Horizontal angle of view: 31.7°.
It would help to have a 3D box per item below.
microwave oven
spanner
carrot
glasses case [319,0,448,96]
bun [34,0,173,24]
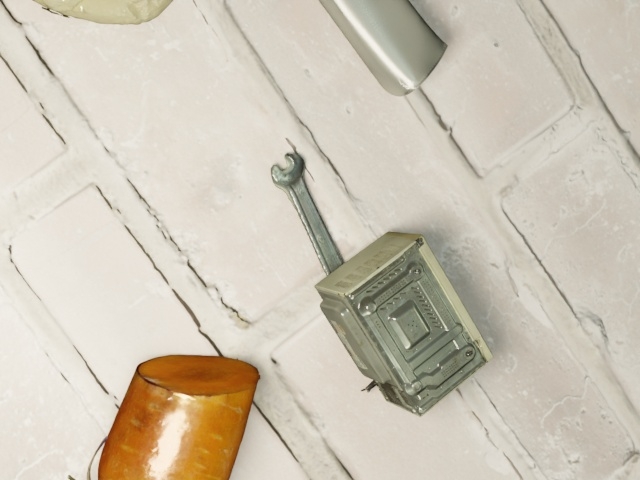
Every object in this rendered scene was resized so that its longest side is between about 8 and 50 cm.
[{"bbox_3d":[0.129,0.134,1.799,0.194,0.145,0.240,-37,106,-19],"label":"microwave oven"},{"bbox_3d":[0.000,0.000,1.835,0.071,0.017,0.302,-29,99,-17],"label":"spanner"},{"bbox_3d":[-0.227,0.320,1.656,0.214,0.193,0.331,23,84,-58],"label":"carrot"},{"bbox_3d":[0.077,-0.385,1.834,0.128,0.083,0.308,-41,101,-21],"label":"glasses case"},{"bbox_3d":[-0.317,-0.488,1.590,0.360,0.211,0.359,16,66,-41],"label":"bun"}]
